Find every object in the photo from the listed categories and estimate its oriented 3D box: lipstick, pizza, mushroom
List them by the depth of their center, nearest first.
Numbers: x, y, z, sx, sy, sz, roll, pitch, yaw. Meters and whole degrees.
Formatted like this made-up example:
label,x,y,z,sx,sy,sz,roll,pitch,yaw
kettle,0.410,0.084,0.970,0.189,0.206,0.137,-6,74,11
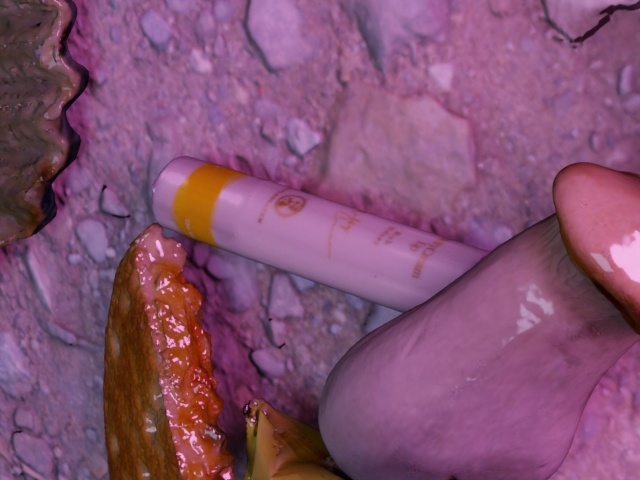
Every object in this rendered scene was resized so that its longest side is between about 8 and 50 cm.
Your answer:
label,x,y,z,sx,sy,sz,roll,pitch,yaw
mushroom,0.121,0.064,0.968,0.328,0.159,0.122,-48,51,49
lipstick,0.000,0.000,1.124,0.264,0.059,0.059,19,117,33
pizza,-0.112,0.132,1.231,0.197,0.058,0.292,38,130,56

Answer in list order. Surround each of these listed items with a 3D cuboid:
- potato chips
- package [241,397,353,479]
label,x,y,z,sx,sy,sz,roll,pitch,yaw
potato chips,-0.348,-0.126,1.355,0.429,0.070,0.358,-4,101,40
package,0.020,0.219,1.166,0.226,0.090,0.168,28,125,35
